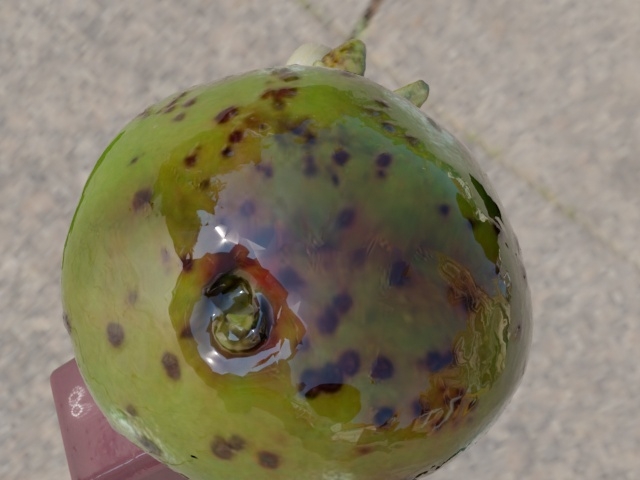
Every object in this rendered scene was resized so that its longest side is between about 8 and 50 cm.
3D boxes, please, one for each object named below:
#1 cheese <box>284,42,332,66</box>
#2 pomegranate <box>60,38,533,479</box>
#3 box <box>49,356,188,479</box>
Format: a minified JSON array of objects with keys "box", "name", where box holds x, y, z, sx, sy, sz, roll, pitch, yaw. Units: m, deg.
[{"box":[-0.022,-0.141,1.953,0.048,0.092,0.171,18,25,8],"name":"cheese"},{"box":[0.012,0.007,1.001,0.231,0.231,0.286,53,42,-1],"name":"pomegranate"},{"box":[-0.132,0.196,2.035,0.294,0.167,0.193,36,30,-53],"name":"box"}]
